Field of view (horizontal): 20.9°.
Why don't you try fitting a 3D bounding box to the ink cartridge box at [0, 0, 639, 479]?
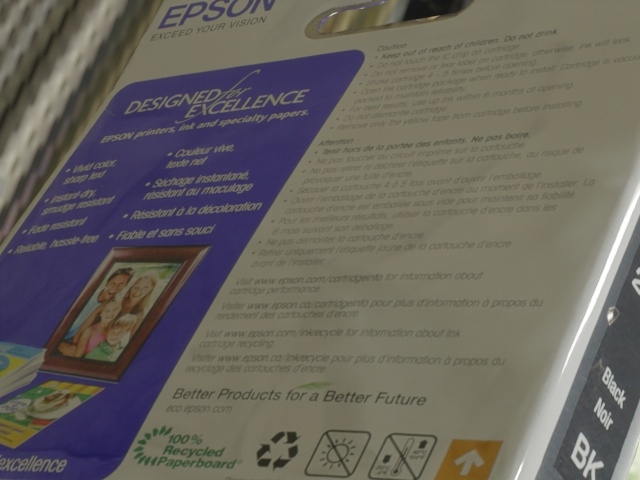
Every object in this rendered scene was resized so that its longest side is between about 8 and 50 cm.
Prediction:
[{"bbox_3d":[0.000,0.000,0.459,0.045,0.206,0.208,56,46,-34],"label":"ink cartridge box"}]
